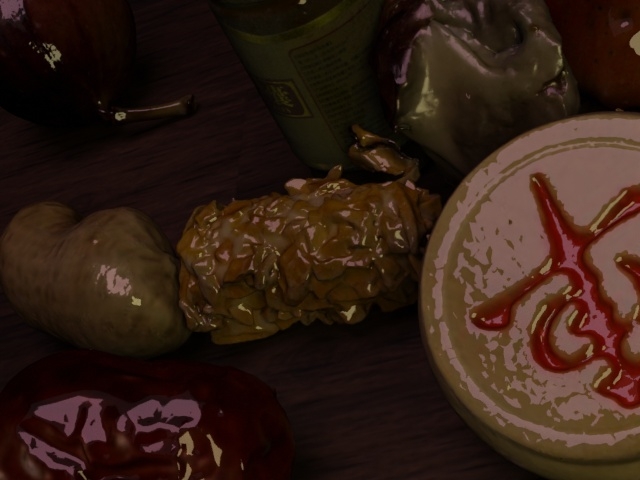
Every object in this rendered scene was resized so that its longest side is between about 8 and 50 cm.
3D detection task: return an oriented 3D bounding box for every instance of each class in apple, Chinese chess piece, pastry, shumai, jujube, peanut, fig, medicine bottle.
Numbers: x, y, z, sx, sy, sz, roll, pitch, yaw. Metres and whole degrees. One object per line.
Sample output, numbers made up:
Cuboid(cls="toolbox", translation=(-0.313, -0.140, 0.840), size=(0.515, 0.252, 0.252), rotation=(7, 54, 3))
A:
Cuboid(cls="apple", translation=(0.256, -0.199, 0.888), size=(0.234, 0.234, 0.234), rotation=(-16, 43, 16))
Cuboid(cls="Chinese chess piece", translation=(0.186, 0.037, 0.711), size=(0.251, 0.097, 0.250), rotation=(-7, 73, 24))
Cuboid(cls="pastry", translation=(0.000, 0.000, 0.917), size=(0.250, 0.102, 0.154), rotation=(-16, 46, 20))
Cuboid(cls="shumai", translation=(0.108, -0.117, 0.853), size=(0.120, 0.201, 0.201), rotation=(-8, 38, -18))
Cuboid(cls="jujube", translation=(-0.137, 0.156, 0.808), size=(0.230, 0.155, 0.155), rotation=(-4, 48, 24))
Cuboid(cls="peanut", translation=(-0.211, 0.032, 0.997), size=(0.253, 0.122, 0.137), rotation=(11, 70, 41))
Cuboid(cls="fig", translation=(-0.292, -0.194, 1.244), size=(0.186, 0.204, 0.249), rotation=(-43, 70, 35))
Cuboid(cls="medicine bottle", translation=(-0.006, -0.195, 0.943), size=(0.151, 0.322, 0.151), rotation=(-16, 43, 16))
